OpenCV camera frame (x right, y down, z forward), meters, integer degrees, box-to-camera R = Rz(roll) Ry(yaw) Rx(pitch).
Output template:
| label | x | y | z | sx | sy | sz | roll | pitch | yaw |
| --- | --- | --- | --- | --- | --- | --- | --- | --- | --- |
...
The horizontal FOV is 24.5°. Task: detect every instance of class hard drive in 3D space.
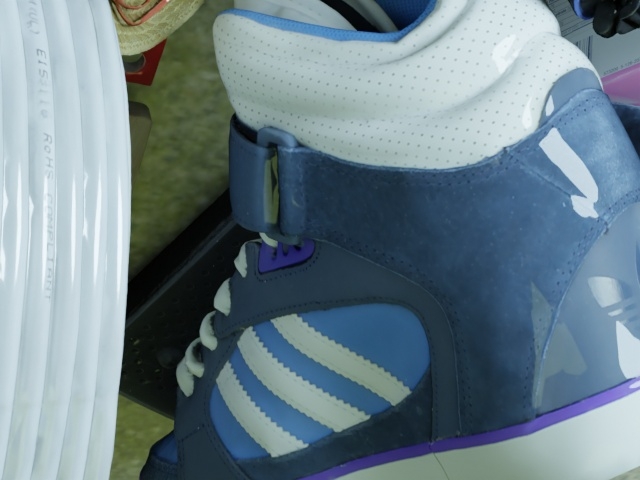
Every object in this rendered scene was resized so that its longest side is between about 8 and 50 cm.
| label | x | y | z | sx | sy | sz | roll | pitch | yaw |
| --- | --- | --- | --- | --- | --- | --- | --- | --- | --- |
| hard drive | 0.016 | 0.056 | 0.801 | 0.254 | 0.054 | 0.172 | 27 | 125 | -34 |

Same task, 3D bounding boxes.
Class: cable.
| label | x | y | z | sx | sy | sz | roll | pitch | yaw |
| --- | --- | --- | --- | --- | --- | --- | --- | --- | --- |
| cable | -0.136 | 0.009 | 0.507 | 0.089 | 0.257 | 0.257 | 8 | 114 | -26 |

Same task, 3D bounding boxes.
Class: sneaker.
| label | x | y | z | sx | sy | sz | roll | pitch | yaw |
| --- | --- | --- | --- | --- | --- | --- | --- | --- | --- |
| sneaker | 0.000 | 0.000 | 0.645 | 0.130 | 0.236 | 0.322 | -25 | -176 | -43 |

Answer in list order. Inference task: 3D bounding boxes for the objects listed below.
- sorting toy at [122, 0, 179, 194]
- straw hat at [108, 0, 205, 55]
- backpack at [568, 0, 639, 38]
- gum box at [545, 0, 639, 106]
| label | x | y | z | sx | sy | sz | roll | pitch | yaw |
| --- | --- | --- | --- | --- | --- | --- | --- | --- | --- |
| sorting toy | -0.155 | -0.031 | 0.669 | 0.132 | 0.046 | 0.275 | 7 | 128 | -19 |
| straw hat | -0.067 | -0.147 | 0.556 | 0.061 | 0.144 | 0.144 | 33 | 134 | 14 |
| backpack | 0.129 | -0.185 | 0.520 | 0.173 | 0.117 | 0.158 | -38 | 156 | -14 |
| gum box | 0.139 | -0.064 | 0.654 | 0.107 | 0.062 | 0.188 | 27 | 148 | -35 |
